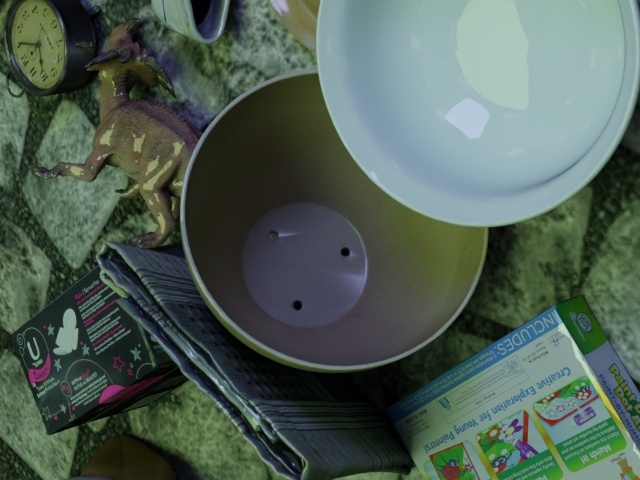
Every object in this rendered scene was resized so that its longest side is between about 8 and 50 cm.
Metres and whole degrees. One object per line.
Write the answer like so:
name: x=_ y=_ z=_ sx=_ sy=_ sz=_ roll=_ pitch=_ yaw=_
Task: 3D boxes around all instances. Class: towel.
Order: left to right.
towel: x=-0.060 y=0.129 z=1.228 sx=0.056 sy=0.324 sz=0.312 roll=-48 pitch=67 yaw=10

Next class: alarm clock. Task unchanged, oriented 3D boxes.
alarm clock: x=-0.347 y=-0.239 z=1.547 sx=0.192 sy=0.064 sz=0.129 roll=-34 pitch=79 yaw=39

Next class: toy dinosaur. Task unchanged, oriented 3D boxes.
toy dinosaur: x=-0.190 y=-0.118 z=1.407 sx=0.295 sy=0.127 sz=0.200 roll=35 pitch=109 yaw=20

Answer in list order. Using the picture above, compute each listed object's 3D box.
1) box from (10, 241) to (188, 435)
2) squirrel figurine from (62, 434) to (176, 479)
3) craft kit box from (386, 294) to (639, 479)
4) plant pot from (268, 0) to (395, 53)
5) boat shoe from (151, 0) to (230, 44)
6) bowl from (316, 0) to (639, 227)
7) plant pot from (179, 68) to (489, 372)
box: x=-0.226 y=0.112 z=1.466 sx=0.247 sy=0.163 sz=0.142 roll=-32 pitch=76 yaw=42
squirrel figurine: x=-0.238 y=0.492 z=1.516 sx=0.397 sy=0.281 sz=0.371 roll=13 pitch=116 yaw=42
craft kit box: x=0.212 y=0.216 z=1.179 sx=0.250 sy=0.061 sz=0.247 roll=-38 pitch=73 yaw=41
plant pot: x=0.005 y=-0.293 z=1.199 sx=0.236 sy=0.032 sz=0.236 roll=37 pitch=141 yaw=39
boat shoe: x=-0.124 y=-0.337 z=1.290 sx=0.088 sy=0.096 sz=0.268 roll=37 pitch=126 yaw=41
bowl: x=0.154 y=-0.167 z=1.061 sx=0.297 sy=0.134 sz=0.298 roll=9 pitch=107 yaw=32
plant pot: x=0.000 y=0.000 z=1.195 sx=0.284 sy=0.284 sz=0.191 roll=63 pitch=164 yaw=9
